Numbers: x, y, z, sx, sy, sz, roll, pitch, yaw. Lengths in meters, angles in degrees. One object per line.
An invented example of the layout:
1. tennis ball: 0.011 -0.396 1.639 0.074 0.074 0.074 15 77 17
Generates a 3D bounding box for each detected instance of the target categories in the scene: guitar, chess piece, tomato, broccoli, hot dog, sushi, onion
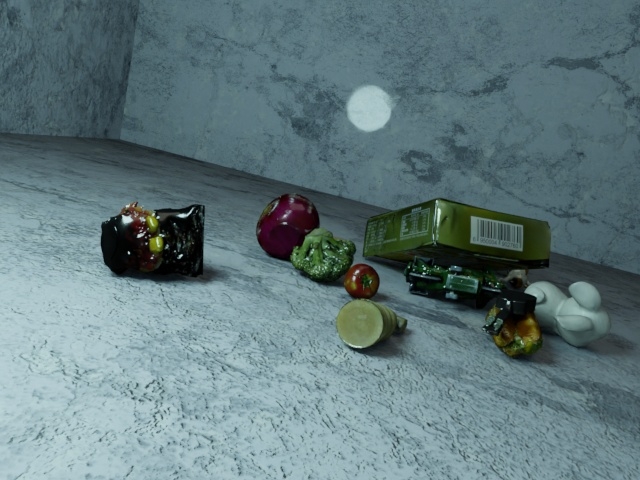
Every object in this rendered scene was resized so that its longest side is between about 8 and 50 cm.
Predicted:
1. guitar: 0.401 0.150 1.018 0.084 0.038 0.271 12 13 33
2. chess piece: 0.107 0.155 0.915 0.090 0.089 0.200 19 2 24
3. tomato: 0.097 0.099 1.124 0.087 0.087 0.075 10 -13 -16
4. broccoli: 0.005 0.039 1.182 0.162 0.137 0.145 -6 29 19
5. hot dog: 0.437 0.195 1.077 0.115 0.072 0.269 18 15 18
6. sushi: -0.347 -0.001 0.935 0.172 0.152 0.151 11 12 36
7. onion: -0.068 -0.014 1.294 0.218 0.195 0.139 38 32 -18

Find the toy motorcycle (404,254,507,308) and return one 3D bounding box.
1. toy motorcycle: 0.361 0.108 1.260 0.275 0.124 0.187 11 0 10

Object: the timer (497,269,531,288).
1. timer: 0.701 0.099 1.701 0.176 0.175 0.266 15 31 5

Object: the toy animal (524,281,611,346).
1. toy animal: 0.599 0.171 1.168 0.179 0.127 0.193 36 -6 -26

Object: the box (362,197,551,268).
1. box: 0.382 0.004 1.399 0.374 0.138 0.420 10 -8 -19

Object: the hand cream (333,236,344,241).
1. hand cream: 0.000 0.000 1.474 0.203 0.083 0.084 9 12 -43
